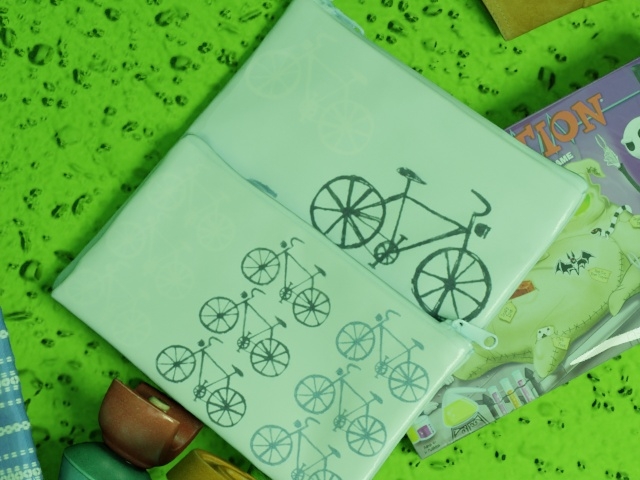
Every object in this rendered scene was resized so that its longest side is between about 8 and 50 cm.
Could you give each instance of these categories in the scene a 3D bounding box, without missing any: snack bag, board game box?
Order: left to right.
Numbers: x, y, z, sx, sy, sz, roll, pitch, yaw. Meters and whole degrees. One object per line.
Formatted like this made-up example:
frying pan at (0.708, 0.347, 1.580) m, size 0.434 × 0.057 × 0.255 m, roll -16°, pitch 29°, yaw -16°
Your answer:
snack bag at (0.000, 0.000, 1.282) m, size 0.323 × 0.037 × 0.342 m, roll 37°, pitch 83°, yaw 23°
board game box at (0.185, 0.007, 1.321) m, size 0.347 × 0.056 × 0.208 m, roll -29°, pitch 82°, yaw 1°

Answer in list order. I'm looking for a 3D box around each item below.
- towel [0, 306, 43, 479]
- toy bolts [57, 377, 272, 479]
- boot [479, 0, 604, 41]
towel at (-0.332, 0.198, 1.264) m, size 0.243 × 0.040 × 0.336 m, roll -16°, pitch 85°, yaw 14°
toy bolts at (-0.119, 0.226, 1.238) m, size 0.228 × 0.218 × 0.158 m, roll 33°, pitch 90°, yaw 19°
boot at (0.243, -0.225, 1.351) m, size 0.211 × 0.104 × 0.295 m, roll -38°, pitch 97°, yaw 8°
